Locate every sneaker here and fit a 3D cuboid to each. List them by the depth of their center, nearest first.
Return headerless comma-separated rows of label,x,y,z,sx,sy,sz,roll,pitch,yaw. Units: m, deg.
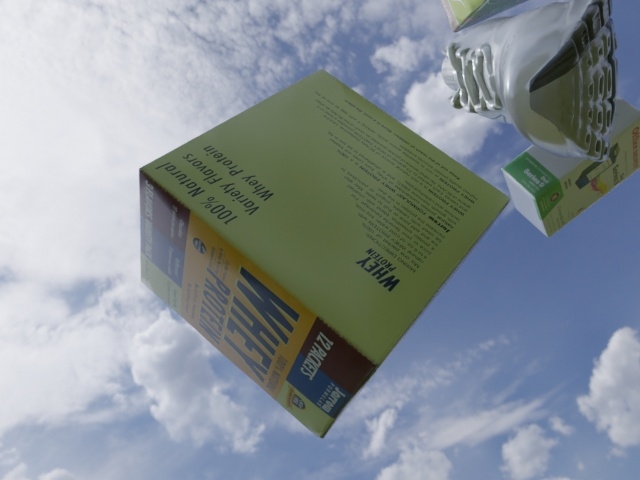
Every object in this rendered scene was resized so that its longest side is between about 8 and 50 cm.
sneaker,0.157,-0.128,0.417,0.129,0.297,0.111,-1,-69,21

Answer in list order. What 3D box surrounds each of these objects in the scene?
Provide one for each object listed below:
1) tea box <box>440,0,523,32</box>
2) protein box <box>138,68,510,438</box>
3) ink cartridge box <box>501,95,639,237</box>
tea box,0.327,-0.482,0.686,0.329,0.323,0.220,-24,-84,-2
protein box,0.000,0.000,0.425,0.201,0.200,0.136,-42,-17,-38
ink cartridge box,0.437,-0.128,0.903,0.212,0.093,0.154,-40,-38,6
